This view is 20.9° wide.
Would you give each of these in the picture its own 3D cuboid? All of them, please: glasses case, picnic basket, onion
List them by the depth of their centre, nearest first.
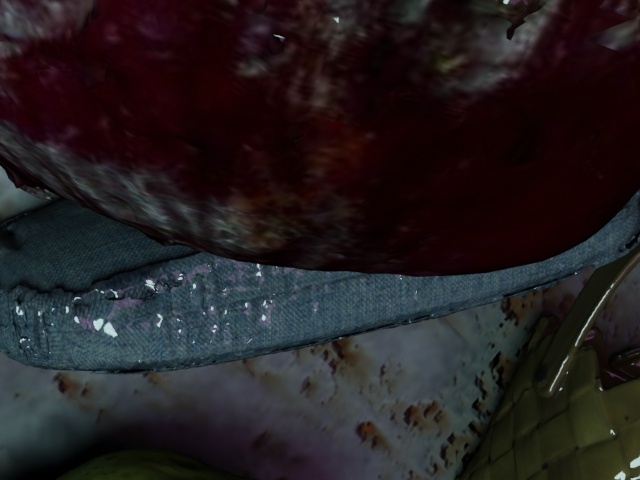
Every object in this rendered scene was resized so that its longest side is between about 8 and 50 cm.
[{"bbox_3d":[-0.032,-0.134,0.527,0.260,0.336,0.281,5,118,-16],"label":"onion"},{"bbox_3d":[0.000,0.000,0.690,0.282,0.109,0.067,-9,109,-23],"label":"glasses case"},{"bbox_3d":[0.151,0.068,0.763,0.128,0.138,0.178,19,100,-28],"label":"picnic basket"}]

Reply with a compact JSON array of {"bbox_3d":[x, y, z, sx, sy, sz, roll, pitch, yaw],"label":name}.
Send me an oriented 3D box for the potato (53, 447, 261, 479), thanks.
[{"bbox_3d":[-0.089,0.189,0.671,0.197,0.148,0.228,19,95,-41],"label":"potato"}]
